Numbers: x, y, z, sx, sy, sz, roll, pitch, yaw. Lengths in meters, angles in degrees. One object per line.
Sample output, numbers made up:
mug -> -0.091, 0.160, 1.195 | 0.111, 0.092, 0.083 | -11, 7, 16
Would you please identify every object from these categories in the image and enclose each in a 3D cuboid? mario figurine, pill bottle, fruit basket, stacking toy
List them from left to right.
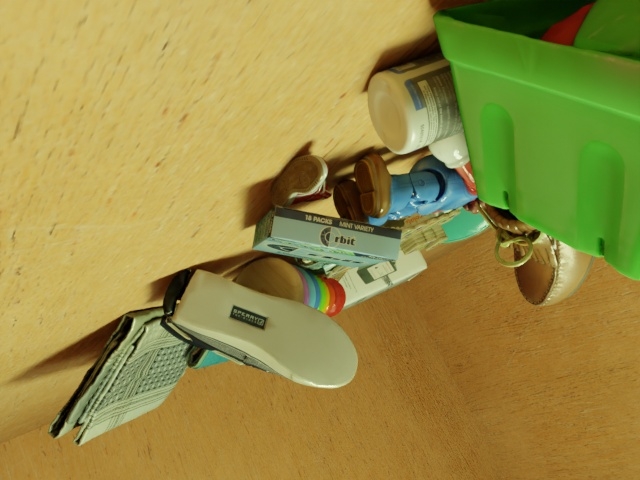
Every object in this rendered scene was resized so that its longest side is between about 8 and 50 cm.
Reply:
stacking toy -> -0.040, 0.112, 1.236 | 0.141, 0.141, 0.330 | -28, 165, 17
mario figurine -> 0.176, -0.105, 0.878 | 0.321, 0.170, 0.198 | -9, -159, -25
pill bottle -> 0.120, -0.137, 0.564 | 0.137, 0.078, 0.078 | -22, 170, -16
fruit basket -> 0.303, -0.190, 0.438 | 0.392, 0.283, 0.392 | -18, 125, -27

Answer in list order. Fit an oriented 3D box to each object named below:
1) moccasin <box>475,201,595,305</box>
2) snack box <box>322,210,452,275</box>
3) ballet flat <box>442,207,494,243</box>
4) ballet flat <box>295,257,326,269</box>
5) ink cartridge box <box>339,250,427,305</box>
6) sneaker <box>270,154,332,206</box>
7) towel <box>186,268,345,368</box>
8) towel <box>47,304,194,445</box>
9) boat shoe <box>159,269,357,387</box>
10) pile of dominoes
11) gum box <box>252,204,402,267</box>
moccasin -> 0.256, -0.052, 0.736 | 0.147, 0.139, 0.380 | -24, 138, -6
snack box -> 0.144, -0.020, 1.297 | 0.322, 0.060, 0.187 | -25, 171, -2
ballet flat -> 0.388, -0.102, 1.406 | 0.342, 0.116, 0.124 | -36, -175, 32
ballet flat -> 0.020, 0.004, 1.125 | 0.070, 0.070, 0.188 | -14, 162, -49
ink cartridge box -> 0.122, 0.099, 1.691 | 0.289, 0.121, 0.211 | -23, 170, -15
sneaker -> -0.006, -0.072, 0.701 | 0.067, 0.042, 0.118 | -15, 174, -31
towel -> -0.112, 0.165, 1.384 | 0.370, 0.040, 0.271 | -4, 135, -56
towel -> -0.348, 0.258, 1.216 | 0.312, 0.056, 0.324 | -53, 161, 14
boat shoe -> -0.111, 0.156, 1.031 | 0.158, 0.341, 0.127 | -31, -148, 62
pile of dominoes -> 0.158, 0.019, 1.243 | 0.251, 0.040, 0.196 | -19, 168, -31
gum box -> 0.000, 0.000, 0.793 | 0.157, 0.041, 0.184 | 11, 172, -12
